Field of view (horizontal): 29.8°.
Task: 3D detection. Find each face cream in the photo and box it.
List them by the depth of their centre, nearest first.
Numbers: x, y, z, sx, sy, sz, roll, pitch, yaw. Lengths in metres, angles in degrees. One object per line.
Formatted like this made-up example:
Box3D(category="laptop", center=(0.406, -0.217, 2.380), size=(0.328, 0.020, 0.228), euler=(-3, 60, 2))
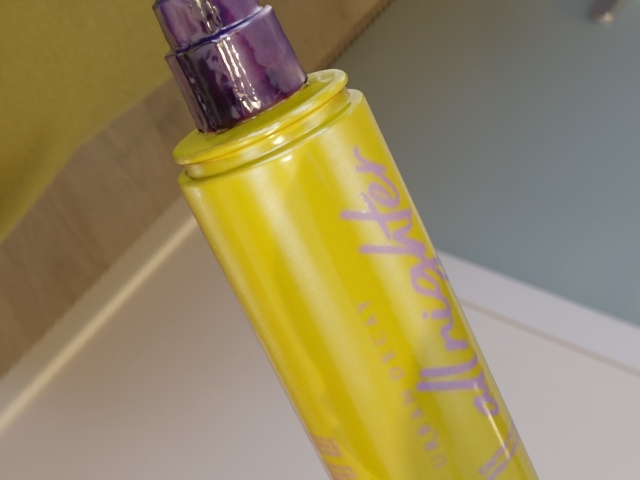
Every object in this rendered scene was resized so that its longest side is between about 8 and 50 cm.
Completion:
Box3D(category="face cream", center=(0.000, 0.000, 0.460), size=(0.078, 0.078, 0.273), euler=(-39, 111, -38))
